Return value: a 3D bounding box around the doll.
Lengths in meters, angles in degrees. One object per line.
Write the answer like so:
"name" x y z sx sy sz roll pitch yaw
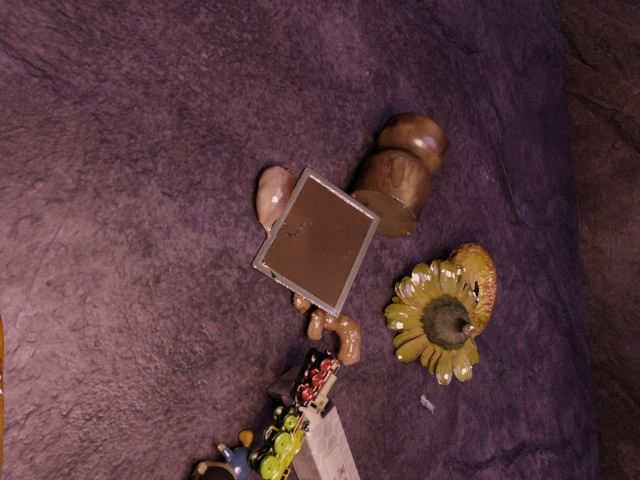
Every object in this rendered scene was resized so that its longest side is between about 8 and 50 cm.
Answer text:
"doll" -0.174 0.410 0.849 0.179 0.089 0.102 -20 103 -69

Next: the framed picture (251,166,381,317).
"framed picture" 0.000 0.000 1.044 0.216 0.016 0.273 34 62 -13

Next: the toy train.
"toy train" -0.040 0.316 0.886 0.085 0.053 0.250 42 70 -34

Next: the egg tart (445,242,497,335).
"egg tart" 0.426 0.148 1.455 0.294 0.123 0.294 0 91 -43

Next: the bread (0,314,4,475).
"bread" -0.506 0.211 0.473 0.328 0.148 0.337 -2 91 -42

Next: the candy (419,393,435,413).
"candy" 0.306 0.466 1.379 0.083 0.020 0.030 46 58 -35

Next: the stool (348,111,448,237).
"stool" 0.192 -0.160 1.189 0.179 0.179 0.264 48 56 -33

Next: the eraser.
"eraser" 0.008 0.466 1.018 0.098 0.096 0.404 -32 110 -42

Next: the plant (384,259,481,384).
"plant" 0.337 0.188 1.234 0.306 0.297 0.261 46 54 4

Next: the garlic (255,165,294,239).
"garlic" -0.092 -0.089 0.970 0.084 0.066 0.152 38 59 -40

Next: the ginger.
"ginger" 0.014 0.168 1.066 0.149 0.065 0.259 -22 99 -38
